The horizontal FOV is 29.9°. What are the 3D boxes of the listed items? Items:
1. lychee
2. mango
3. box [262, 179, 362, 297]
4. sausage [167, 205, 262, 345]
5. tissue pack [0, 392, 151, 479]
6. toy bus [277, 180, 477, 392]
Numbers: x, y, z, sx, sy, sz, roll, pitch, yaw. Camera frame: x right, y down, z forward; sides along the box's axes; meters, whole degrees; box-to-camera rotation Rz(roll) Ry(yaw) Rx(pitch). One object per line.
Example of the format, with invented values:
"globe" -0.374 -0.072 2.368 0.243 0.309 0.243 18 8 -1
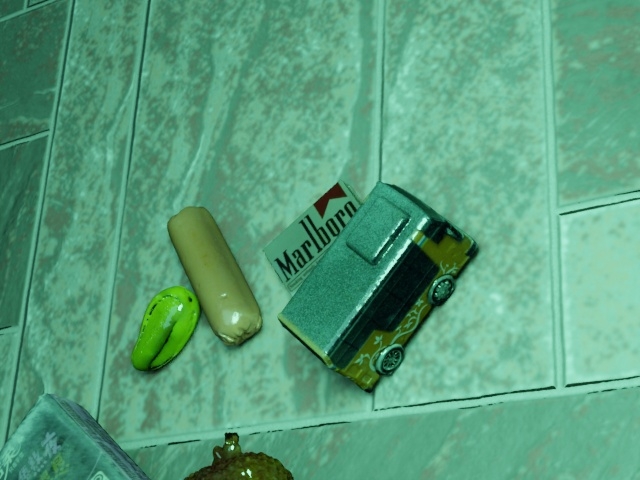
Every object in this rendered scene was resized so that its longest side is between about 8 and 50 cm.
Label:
"lychee" -0.120 0.392 1.710 0.200 0.200 0.238 -18 65 27
"mango" -0.260 0.150 2.000 0.091 0.074 0.165 46 109 35
"box" 0.000 0.000 1.910 0.177 0.036 0.115 -42 51 12
"sausage" -0.176 0.054 1.977 0.086 0.086 0.289 -40 50 13
"tissue pack" -0.411 0.428 1.915 0.361 0.122 0.259 29 83 51
"toy bus" 0.083 0.062 1.738 0.275 0.167 0.138 -52 49 2
